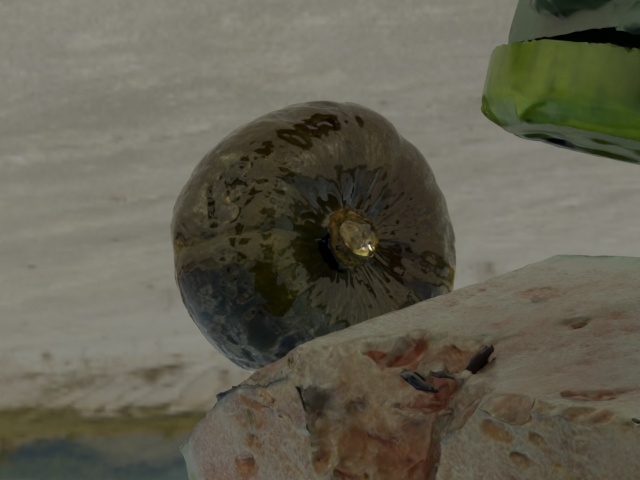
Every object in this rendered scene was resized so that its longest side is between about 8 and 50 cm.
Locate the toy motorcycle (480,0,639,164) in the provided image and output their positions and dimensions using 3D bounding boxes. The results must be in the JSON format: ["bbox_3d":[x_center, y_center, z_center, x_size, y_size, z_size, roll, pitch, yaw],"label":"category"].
[{"bbox_3d":[0.193,-0.101,0.325,0.200,0.191,0.326,14,-178,-19],"label":"toy motorcycle"}]

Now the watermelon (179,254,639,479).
[{"bbox_3d":[0.099,0.111,0.476,0.188,0.175,0.322,-14,-169,-31],"label":"watermelon"}]

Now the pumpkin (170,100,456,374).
[{"bbox_3d":[0.000,0.000,0.864,0.219,0.219,0.162,5,169,-25],"label":"pumpkin"}]
